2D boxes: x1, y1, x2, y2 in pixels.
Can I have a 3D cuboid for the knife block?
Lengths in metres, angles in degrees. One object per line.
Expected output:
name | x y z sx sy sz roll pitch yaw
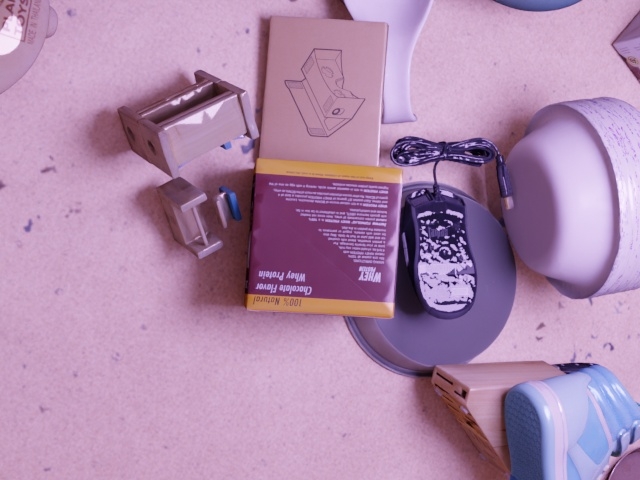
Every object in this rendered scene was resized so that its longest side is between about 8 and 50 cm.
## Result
knife block | 0.321 0.222 1.484 0.242 0.088 0.276 -43 122 -12

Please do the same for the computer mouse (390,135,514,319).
computer mouse | 0.193 -0.021 1.419 0.184 0.060 0.262 -7 81 -20

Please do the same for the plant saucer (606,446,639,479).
plant saucer | 0.525 0.418 1.638 0.168 0.029 0.169 1 89 -25

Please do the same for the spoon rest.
spoon rest | 0.101 -0.297 1.392 0.137 0.084 0.277 -5 103 5

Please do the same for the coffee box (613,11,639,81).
coffee box | 0.645 -0.274 1.648 0.297 0.119 0.168 48 71 -16

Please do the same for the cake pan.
cake pan | 0.168 0.058 1.466 0.293 0.054 0.293 0 90 -24

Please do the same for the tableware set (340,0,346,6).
tableware set | 0.032 -0.420 1.416 0.194 0.039 0.128 38 75 -19

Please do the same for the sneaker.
sneaker | 0.377 0.323 1.423 0.208 0.127 0.319 -17 116 -23

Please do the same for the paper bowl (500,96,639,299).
paper bowl | 0.362 -0.057 1.430 0.148 0.284 0.284 -10 94 -15

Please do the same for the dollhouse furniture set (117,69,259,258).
dollhouse furniture set | -0.158 -0.102 1.299 0.129 0.129 0.184 -29 125 -22

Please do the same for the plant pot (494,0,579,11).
plant pot | 0.325 -0.446 1.447 0.195 0.290 0.290 41 70 -56

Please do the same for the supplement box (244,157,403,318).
supplement box | 0.000 0.000 1.321 0.191 0.129 0.194 4 88 -5

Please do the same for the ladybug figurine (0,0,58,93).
ladybug figurine | -0.521 -0.276 1.098 0.449 0.162 0.305 11 86 -24

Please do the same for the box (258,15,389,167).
box | 0.005 -0.202 1.364 0.164 0.021 0.201 5 90 7
